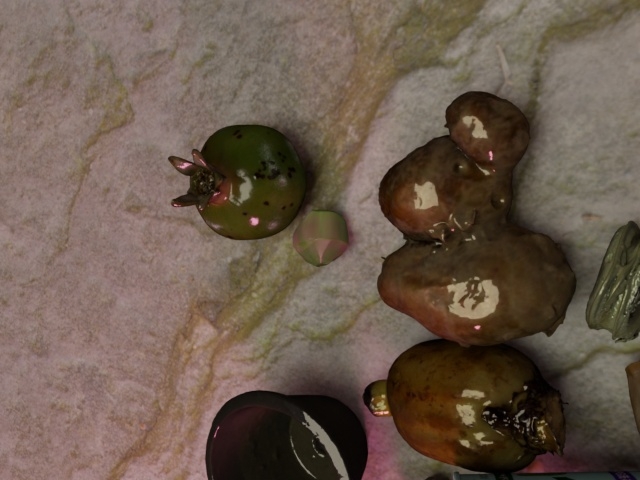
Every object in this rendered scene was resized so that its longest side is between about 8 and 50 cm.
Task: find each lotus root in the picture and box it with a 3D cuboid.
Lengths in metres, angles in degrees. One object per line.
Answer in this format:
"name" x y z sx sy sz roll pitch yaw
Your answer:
"lotus root" 0.186 0.212 0.889 0.314 0.141 0.170 -2 96 43

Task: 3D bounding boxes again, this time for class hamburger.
"hamburger" 0.345 0.049 0.752 0.062 0.140 0.133 23 78 28

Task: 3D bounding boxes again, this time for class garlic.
"garlic" 0.395 0.202 0.769 0.084 0.152 0.066 5 147 5

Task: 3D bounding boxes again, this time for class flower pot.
"flower pot" -0.029 0.338 1.039 0.268 0.166 0.269 7 103 32

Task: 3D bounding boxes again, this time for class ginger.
"ginger" 0.176 -0.023 0.835 0.244 0.155 0.304 -10 95 36

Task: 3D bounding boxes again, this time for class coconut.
"coconut" 0.000 0.000 1.005 0.083 0.082 0.081 -1 70 -5

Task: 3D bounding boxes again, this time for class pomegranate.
"pomegranate" -0.125 -0.085 0.982 0.181 0.224 0.182 1 92 32

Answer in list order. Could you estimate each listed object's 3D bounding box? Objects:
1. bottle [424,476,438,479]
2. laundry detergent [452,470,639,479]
"bottle" 0.211 0.462 0.938 0.253 0.120 0.120 43 120 19
"laundry detergent" 0.308 0.397 0.727 0.305 0.287 0.287 -5 98 9
